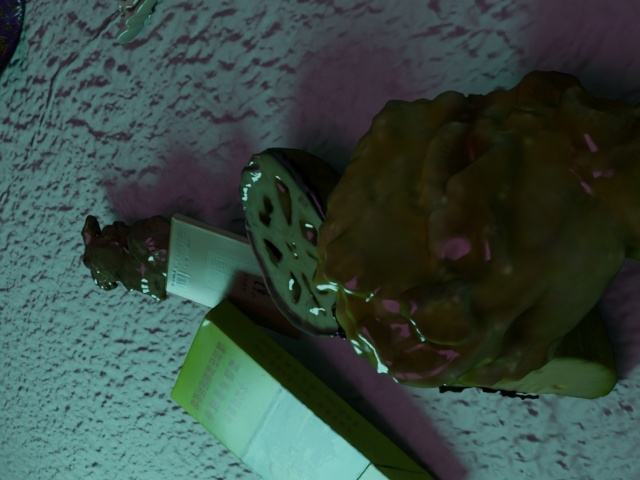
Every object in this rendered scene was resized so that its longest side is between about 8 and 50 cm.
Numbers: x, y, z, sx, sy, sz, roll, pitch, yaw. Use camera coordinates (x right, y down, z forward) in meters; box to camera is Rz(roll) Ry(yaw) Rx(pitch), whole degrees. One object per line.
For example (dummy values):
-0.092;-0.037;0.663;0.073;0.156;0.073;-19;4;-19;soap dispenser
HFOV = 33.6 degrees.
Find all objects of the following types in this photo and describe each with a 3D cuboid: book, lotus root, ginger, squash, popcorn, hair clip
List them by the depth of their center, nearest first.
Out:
0.125;-0.024;0.806;0.225;0.286;0.174;54;-176;37;popcorn
0.168;0.008;0.939;0.093;0.170;0.252;-49;41;47;squash
-0.002;-0.004;1.079;0.183;0.078;0.203;-13;99;61;lotus root
-0.168;-0.278;1.128;0.226;0.034;0.072;-16;99;51;hair clip
-0.093;0.042;1.198;0.172;0.012;0.118;20;131;8;book
-0.211;0.023;1.319;0.290;0.084;0.122;-1;105;48;ginger

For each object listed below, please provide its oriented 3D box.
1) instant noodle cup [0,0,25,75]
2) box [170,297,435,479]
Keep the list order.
-0.585;-0.344;1.358;0.266;0.340;0.339;47;141;35;instant noodle cup
-0.022;0.233;1.229;0.335;0.047;0.187;39;137;11;box
